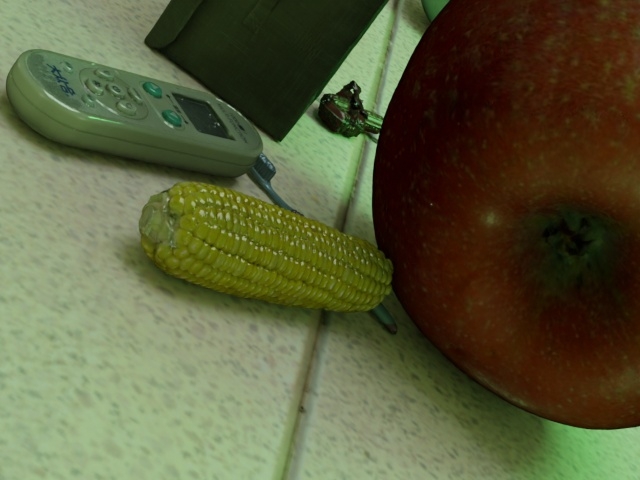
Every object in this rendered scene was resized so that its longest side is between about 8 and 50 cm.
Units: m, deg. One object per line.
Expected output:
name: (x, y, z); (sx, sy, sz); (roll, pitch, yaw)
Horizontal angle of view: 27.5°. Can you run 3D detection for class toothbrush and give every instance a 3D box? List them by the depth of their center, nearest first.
toothbrush: (0.000, 0.000, 1.003); (0.193, 0.019, 0.013); (51, 26, 24)

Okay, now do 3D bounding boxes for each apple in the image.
apple: (0.200, -0.039, 0.958); (0.348, 0.348, 0.277); (40, 33, 4)

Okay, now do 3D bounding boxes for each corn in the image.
corn: (-0.035, 0.008, 0.875); (0.206, 0.067, 0.067); (15, 32, -41)

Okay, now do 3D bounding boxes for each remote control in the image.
remote control: (-0.131, -0.087, 0.946); (0.221, 0.042, 0.078); (11, 34, -49)

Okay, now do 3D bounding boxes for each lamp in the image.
lamp: (0.025, -0.125, 1.257); (0.063, 0.031, 0.083); (43, 28, 15)

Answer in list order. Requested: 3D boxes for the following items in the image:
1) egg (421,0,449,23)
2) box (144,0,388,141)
egg: (0.217, -0.341, 1.756); (0.168, 0.168, 0.231); (31, 28, -16)
box: (-0.015, -0.232, 1.137); (0.149, 0.231, 0.155); (37, 23, -3)
